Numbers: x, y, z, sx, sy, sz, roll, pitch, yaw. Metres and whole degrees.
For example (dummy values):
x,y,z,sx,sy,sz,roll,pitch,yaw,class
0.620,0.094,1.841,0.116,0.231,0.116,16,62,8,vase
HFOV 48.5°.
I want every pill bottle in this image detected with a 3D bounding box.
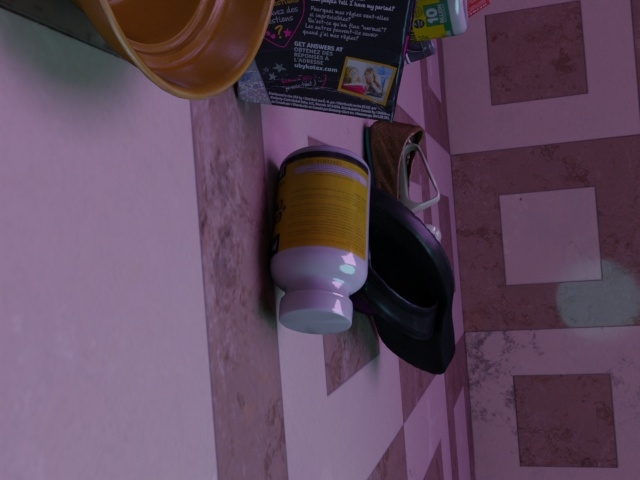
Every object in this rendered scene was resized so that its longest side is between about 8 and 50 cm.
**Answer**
x,y,z,sx,sy,sz,roll,pitch,yaw,class
0.079,-0.308,0.913,0.117,0.208,0.118,-5,90,-74,pill bottle
0.000,0.000,0.752,0.103,0.103,0.184,57,32,-58,pill bottle

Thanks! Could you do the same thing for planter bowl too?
x,y,z,sx,sy,sz,roll,pitch,yaw,class
-0.109,-0.197,0.428,0.217,0.090,0.217,8,90,-69,planter bowl

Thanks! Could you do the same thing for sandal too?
x,y,z,sx,sy,sz,roll,pitch,yaw,class
0.107,0.091,1.017,0.107,0.167,0.446,-53,143,-23,sandal

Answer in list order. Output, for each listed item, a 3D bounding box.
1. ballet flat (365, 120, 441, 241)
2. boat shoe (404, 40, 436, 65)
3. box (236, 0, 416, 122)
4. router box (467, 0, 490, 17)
x,y,z,sx,sy,sz,roll,pitch,yaw,class
0.142,-0.050,1.211,0.116,0.124,0.343,47,42,-64,ballet flat
0.161,-0.496,1.393,0.108,0.102,0.301,20,58,-72,boat shoe
0.017,-0.252,0.735,0.247,0.163,0.142,-74,172,-51,box
0.156,-0.571,1.203,0.336,0.082,0.301,63,12,19,router box
